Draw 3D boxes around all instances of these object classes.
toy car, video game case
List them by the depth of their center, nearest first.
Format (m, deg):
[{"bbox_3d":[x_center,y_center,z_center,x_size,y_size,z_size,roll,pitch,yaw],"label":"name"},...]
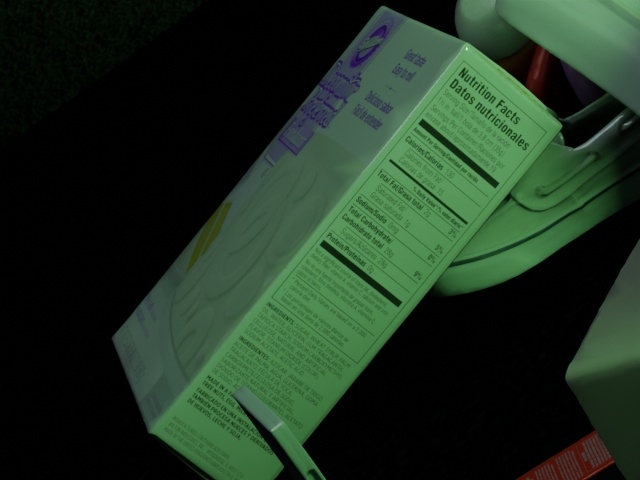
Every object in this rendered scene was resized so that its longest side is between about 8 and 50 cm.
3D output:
[{"bbox_3d":[-0.003,0.140,1.122,0.011,0.122,0.087,-37,17,-7],"label":"video game case"},{"bbox_3d":[0.198,-0.140,1.497,0.182,0.159,0.136,-22,56,34],"label":"toy car"}]

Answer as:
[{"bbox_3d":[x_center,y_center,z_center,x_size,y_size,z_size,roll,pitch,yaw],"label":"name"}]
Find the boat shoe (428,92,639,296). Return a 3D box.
[{"bbox_3d":[0.167,-0.054,1.382,0.258,0.084,0.095,-32,18,9],"label":"boat shoe"}]

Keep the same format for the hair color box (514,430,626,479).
[{"bbox_3d":[0.120,0.147,0.966,0.141,0.072,0.043,-33,17,8],"label":"hair color box"}]

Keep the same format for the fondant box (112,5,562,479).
[{"bbox_3d":[0.000,0.000,1.397,0.330,0.096,0.238,-50,17,2],"label":"fondant box"}]

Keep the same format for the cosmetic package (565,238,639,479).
[{"bbox_3d":[0.273,0.045,0.826,0.296,0.153,0.129,-21,21,41],"label":"cosmetic package"}]

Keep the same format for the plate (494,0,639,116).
[{"bbox_3d":[0.296,-0.186,1.331,0.277,0.045,0.278,-35,46,-12],"label":"plate"}]
